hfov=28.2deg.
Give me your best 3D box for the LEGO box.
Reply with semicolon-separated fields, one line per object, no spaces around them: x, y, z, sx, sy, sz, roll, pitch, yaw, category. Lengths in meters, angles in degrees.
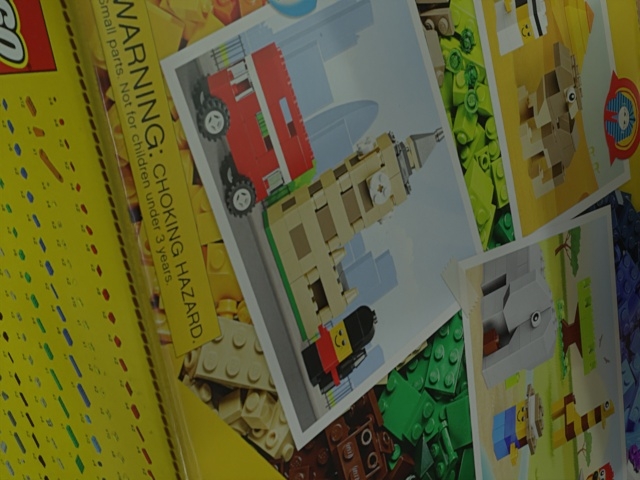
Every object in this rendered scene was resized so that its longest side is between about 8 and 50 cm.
0.000;0.000;0.648;0.193;0.372;0.500;4;113;43;LEGO box
